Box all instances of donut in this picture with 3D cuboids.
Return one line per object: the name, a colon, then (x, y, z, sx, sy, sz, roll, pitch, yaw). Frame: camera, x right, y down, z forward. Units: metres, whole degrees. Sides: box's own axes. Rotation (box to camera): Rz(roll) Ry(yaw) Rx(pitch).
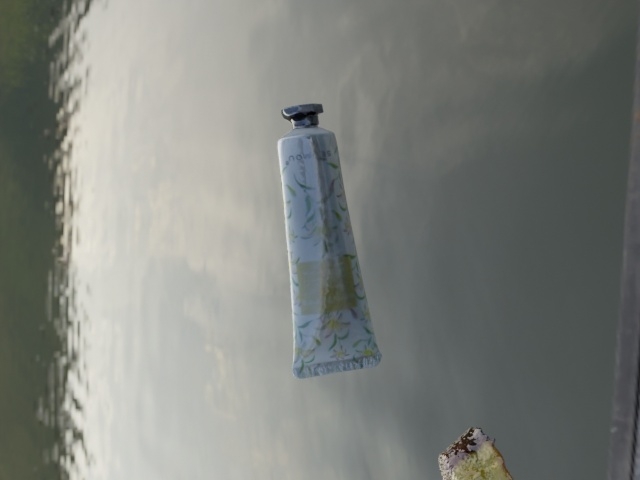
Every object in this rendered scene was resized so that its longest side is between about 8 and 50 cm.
donut: (0.170, 0.261, 0.906, 0.140, 0.059, 0.140, 60, 174, 11)

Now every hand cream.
hand cream: (0.000, 0.000, 0.624, 0.042, 0.067, 0.195, 177, 85, -75)
